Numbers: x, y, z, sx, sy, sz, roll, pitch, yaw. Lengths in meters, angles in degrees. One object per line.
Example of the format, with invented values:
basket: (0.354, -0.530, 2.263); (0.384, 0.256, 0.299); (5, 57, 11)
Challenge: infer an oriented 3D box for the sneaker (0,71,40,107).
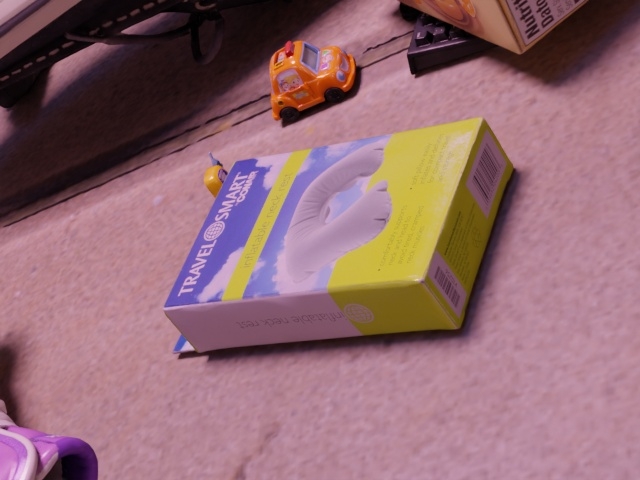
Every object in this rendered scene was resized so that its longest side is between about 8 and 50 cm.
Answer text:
sneaker: (-0.234, -0.196, 1.093); (0.106, 0.078, 0.234); (-30, 33, 16)

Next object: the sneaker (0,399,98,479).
sneaker: (-0.175, 0.099, 0.689); (0.161, 0.102, 0.282); (-21, 48, 19)

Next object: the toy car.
toy car: (-0.024, -0.072, 0.788); (0.060, 0.040, 0.122); (-7, 44, 37)

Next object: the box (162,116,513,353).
box: (0.000, 0.000, 0.682); (0.178, 0.042, 0.109); (-8, 44, 36)

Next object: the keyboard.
keyboard: (0.088, -0.170, 0.816); (0.108, 0.023, 0.180); (-14, 40, 32)

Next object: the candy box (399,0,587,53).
candy box: (0.162, -0.249, 0.759); (0.316, 0.087, 0.183); (-39, 35, -9)

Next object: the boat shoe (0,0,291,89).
boat shoe: (-0.088, -0.212, 0.905); (0.500, 0.156, 0.187); (-32, 40, 5)
